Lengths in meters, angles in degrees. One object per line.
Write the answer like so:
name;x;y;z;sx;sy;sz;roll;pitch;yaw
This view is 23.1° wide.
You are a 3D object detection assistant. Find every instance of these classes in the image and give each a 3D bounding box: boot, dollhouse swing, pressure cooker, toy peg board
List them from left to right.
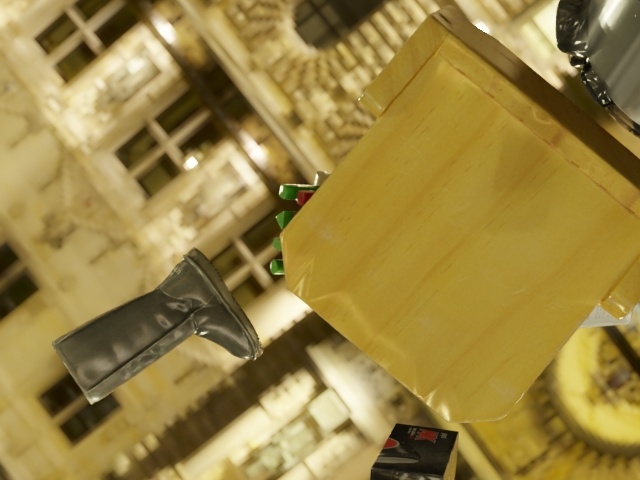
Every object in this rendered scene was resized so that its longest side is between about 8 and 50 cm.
boot;-0.190;0.127;1.852;0.076;0.208;0.189;28;155;56
toy peg board;0.000;0.000;2.099;0.079;0.161;0.160;0;-166;-28
dollhouse swing;0.165;-0.022;1.686;0.347;0.305;0.315;39;-165;1
pressure cooker;0.563;-0.322;2.247;0.370;0.375;0.420;46;164;10

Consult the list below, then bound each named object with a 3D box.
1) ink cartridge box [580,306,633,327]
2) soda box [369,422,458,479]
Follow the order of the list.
ink cartridge box;0.292;0.010;2.244;0.129;0.307;0.223;-105;13;-56
soda box;0.075;0.191;1.255;0.169;0.060;0.053;-28;-56;-80
